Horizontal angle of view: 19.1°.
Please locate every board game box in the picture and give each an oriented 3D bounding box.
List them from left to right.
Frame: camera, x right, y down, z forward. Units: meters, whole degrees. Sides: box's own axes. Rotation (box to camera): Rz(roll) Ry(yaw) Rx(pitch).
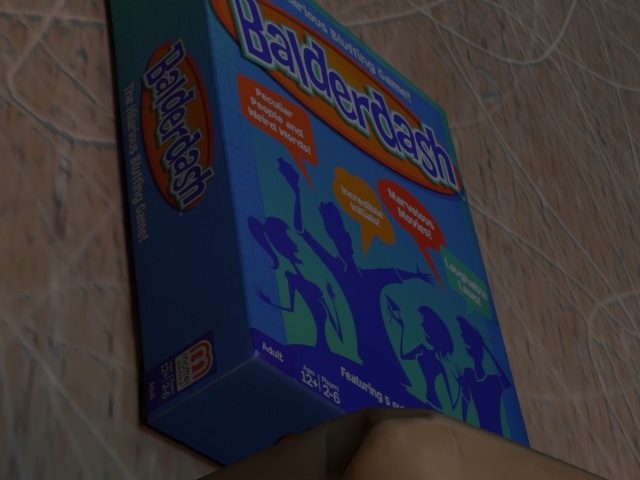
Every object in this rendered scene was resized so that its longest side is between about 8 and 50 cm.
[{"bbox_3d":[0.000,0.000,0.669,0.160,0.047,0.210,34,32,-40],"label":"board game box"}]

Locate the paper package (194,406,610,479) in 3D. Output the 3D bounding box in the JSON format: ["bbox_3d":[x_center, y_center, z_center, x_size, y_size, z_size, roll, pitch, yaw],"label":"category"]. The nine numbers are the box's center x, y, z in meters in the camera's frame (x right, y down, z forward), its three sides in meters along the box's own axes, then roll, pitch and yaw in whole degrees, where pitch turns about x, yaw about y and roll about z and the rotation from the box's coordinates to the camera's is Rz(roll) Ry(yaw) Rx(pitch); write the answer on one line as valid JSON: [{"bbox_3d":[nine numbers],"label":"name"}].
[{"bbox_3d":[0.079,0.228,0.404,0.325,0.168,0.309,26,40,-50],"label":"paper package"}]
